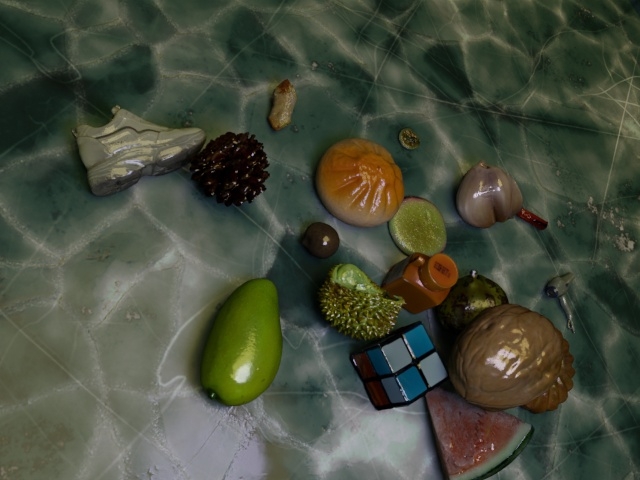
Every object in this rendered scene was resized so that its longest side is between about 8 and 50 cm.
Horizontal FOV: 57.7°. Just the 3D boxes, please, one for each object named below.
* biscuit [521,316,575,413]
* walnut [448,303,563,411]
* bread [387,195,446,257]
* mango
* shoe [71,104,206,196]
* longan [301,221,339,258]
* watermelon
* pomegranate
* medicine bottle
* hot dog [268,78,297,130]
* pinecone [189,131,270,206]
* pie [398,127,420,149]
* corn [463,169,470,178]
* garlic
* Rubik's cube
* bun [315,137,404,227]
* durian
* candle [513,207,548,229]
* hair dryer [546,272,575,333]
[{"bbox_3d":[0.698,0.386,1.874,0.325,0.107,0.326,11,64,-23],"label":"biscuit"},{"bbox_3d":[0.482,0.313,1.543,0.313,0.277,0.252,-36,75,-21],"label":"walnut"},{"bbox_3d":[0.322,-0.044,1.890,0.228,0.033,0.229,9,66,-22],"label":"bread"},{"bbox_3d":[-0.184,0.248,1.470,0.192,0.156,0.343,25,62,-17],"label":"mango"},{"bbox_3d":[-0.479,-0.272,1.536,0.341,0.132,0.211,-27,87,-27],"label":"shoe"},{"bbox_3d":[0.000,0.000,1.686,0.113,0.092,0.114,3,79,-14],"label":"longan"},{"bbox_3d":[0.435,0.563,1.678,0.283,0.250,0.292,-35,45,-7],"label":"watermelon"},{"bbox_3d":[0.459,0.237,1.747,0.221,0.204,0.277,1,65,4],"label":"pomegranate"},{"bbox_3d":[0.299,0.119,1.707,0.149,0.222,0.112,37,60,-8],"label":"medicine bottle"},{"bbox_3d":[-0.117,-0.412,1.800,0.078,0.061,0.169,14,85,14],"label":"hot dog"},{"bbox_3d":[-0.236,-0.191,1.582,0.221,0.221,0.222,9,68,-22],"label":"pinecone"},{"bbox_3d":[0.307,-0.348,2.001,0.084,0.021,0.084,9,68,-22],"label":"pie"},{"bbox_3d":[0.594,-0.175,2.037,0.210,0.087,0.087,30,61,-12],"label":"corn"},{"bbox_3d":[0.563,-0.145,1.946,0.217,0.110,0.228,-28,111,3],"label":"garlic"},{"bbox_3d":[0.217,0.348,1.610,0.167,0.180,0.184,-24,81,-31],"label":"Rubik's cube"},{"bbox_3d":[0.139,-0.187,1.780,0.298,0.165,0.299,8,70,-22],"label":"bun"},{"bbox_3d":[0.107,0.177,1.602,0.236,0.177,0.200,24,32,27],"label":"durian"},{"bbox_3d":[0.750,-0.082,2.106,0.162,0.048,0.053,26,28,-15],"label":"candle"},{"bbox_3d":[0.882,0.204,2.060,0.167,0.067,0.199,-41,102,-37],"label":"hair dryer"}]
